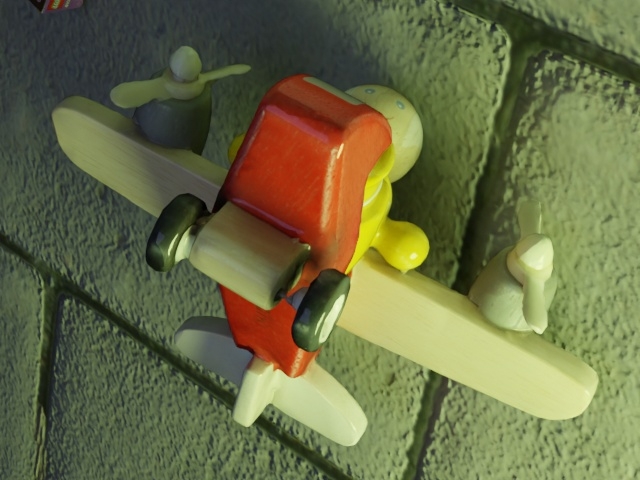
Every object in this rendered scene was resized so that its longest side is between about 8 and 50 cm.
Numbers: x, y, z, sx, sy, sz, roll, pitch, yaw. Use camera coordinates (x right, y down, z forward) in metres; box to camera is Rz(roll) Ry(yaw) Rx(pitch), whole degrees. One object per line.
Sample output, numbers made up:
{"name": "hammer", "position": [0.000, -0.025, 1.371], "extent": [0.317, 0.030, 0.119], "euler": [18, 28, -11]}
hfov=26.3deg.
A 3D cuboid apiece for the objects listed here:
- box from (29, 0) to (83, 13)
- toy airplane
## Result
{"name": "box", "position": [-0.313, -0.394, 1.349], "extent": [0.293, 0.057, 0.201], "euler": [46, 130, 19]}
{"name": "toy airplane", "position": [0.000, 0.000, 1.120], "extent": [0.384, 0.272, 0.386], "euler": [2, 144, 52]}
